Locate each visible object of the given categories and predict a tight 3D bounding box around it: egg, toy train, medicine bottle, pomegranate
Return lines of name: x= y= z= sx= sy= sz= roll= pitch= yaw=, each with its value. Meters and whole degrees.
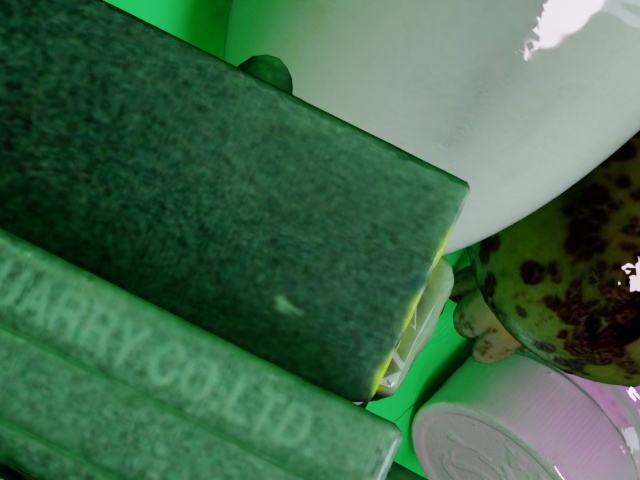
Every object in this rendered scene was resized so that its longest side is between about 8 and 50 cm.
egg: x=0.088 y=-0.148 z=0.844 sx=0.371 sy=0.230 sz=0.230 roll=-55 pitch=161 yaw=18
toy train: x=-0.099 y=-0.006 z=0.545 sx=0.178 sy=0.330 sz=0.138 roll=-64 pitch=-178 yaw=-9
medicine bottle: x=0.262 y=0.131 z=1.667 sx=0.325 sy=0.212 sz=0.212 roll=-44 pitch=156 yaw=-30
pomegranate: x=0.203 y=-0.013 z=1.374 sx=0.242 sy=0.242 sz=0.306 roll=-49 pitch=-161 yaw=-17
